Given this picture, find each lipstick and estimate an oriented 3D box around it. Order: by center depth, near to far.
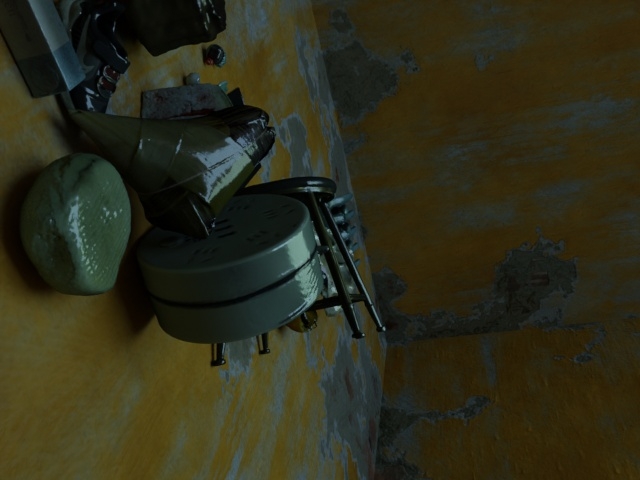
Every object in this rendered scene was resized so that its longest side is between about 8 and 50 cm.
[{"bbox_3d":[-0.445,-0.370,0.969,0.068,0.066,0.317,-77,155,-57],"label":"lipstick"}]

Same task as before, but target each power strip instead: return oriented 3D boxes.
[{"bbox_3d":[-0.160,0.039,1.290,0.357,0.358,0.161,-72,153,-63],"label":"power strip"}]

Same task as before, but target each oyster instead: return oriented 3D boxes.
[{"bbox_3d":[-0.024,0.072,2.070,0.351,0.115,0.237,32,59,-19],"label":"oyster"}]

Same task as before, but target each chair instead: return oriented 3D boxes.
[{"bbox_3d":[-0.071,0.069,1.693,0.362,0.365,0.410,19,59,-75],"label":"chair"}]

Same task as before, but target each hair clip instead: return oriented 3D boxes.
[{"bbox_3d":[0.000,0.000,2.276,0.392,0.239,0.318,-48,131,-74],"label":"hair clip"}]

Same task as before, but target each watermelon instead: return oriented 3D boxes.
[{"bbox_3d":[-0.290,-0.204,1.437,0.262,0.201,0.212,-26,-113,60],"label":"watermelon"}]

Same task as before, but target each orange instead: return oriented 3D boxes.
[{"bbox_3d":[-0.077,0.212,2.080,0.160,0.112,0.170,61,2,-14],"label":"orange"}]

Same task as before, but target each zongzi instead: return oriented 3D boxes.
[{"bbox_3d":[-0.248,-0.201,1.194,0.289,0.154,0.317,-57,133,-25],"label":"zongzi"}]

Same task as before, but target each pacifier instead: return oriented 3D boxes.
[{"bbox_3d":[-0.285,-0.353,1.624,0.116,0.127,0.150,43,1,-6],"label":"pacifier"}]

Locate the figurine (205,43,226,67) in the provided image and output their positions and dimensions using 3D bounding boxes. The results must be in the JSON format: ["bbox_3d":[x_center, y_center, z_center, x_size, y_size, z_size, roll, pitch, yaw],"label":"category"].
[{"bbox_3d":[-0.281,-0.493,1.801,0.060,0.047,0.106,-63,177,6],"label":"figurine"}]

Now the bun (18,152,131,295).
[{"bbox_3d":[-0.369,-0.022,0.999,0.221,0.108,0.221,-3,90,-83],"label":"bun"}]

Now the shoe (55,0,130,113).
[{"bbox_3d":[-0.377,-0.306,1.122,0.099,0.112,0.227,12,69,-77],"label":"shoe"}]

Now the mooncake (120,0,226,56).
[{"bbox_3d":[-0.300,-0.536,1.312,0.324,0.187,0.324,-13,90,-89],"label":"mooncake"}]

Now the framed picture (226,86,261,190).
[{"bbox_3d":[-0.243,-0.279,1.894,0.338,0.014,0.255,-69,148,-65],"label":"framed picture"}]
